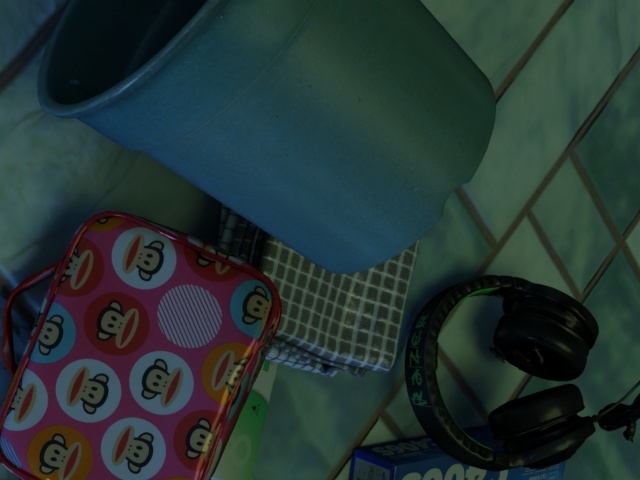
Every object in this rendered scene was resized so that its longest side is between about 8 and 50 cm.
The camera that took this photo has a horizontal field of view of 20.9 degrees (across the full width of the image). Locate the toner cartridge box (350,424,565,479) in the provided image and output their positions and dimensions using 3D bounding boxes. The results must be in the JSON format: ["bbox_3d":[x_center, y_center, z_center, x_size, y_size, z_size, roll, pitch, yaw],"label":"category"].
[{"bbox_3d":[0.180,0.336,2.265,0.348,0.075,0.165,-4,107,-44],"label":"toner cartridge box"}]

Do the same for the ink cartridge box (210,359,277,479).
[{"bbox_3d":[-0.144,0.156,1.878,0.224,0.056,0.181,30,68,-47],"label":"ink cartridge box"}]

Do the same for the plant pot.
[{"bbox_3d":[-0.033,-0.160,1.651,0.334,0.341,0.341,39,75,-28],"label":"plant pot"}]

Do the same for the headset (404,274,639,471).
[{"bbox_3d":[0.274,0.186,2.245,0.394,0.185,0.243,12,72,-25],"label":"headset"}]

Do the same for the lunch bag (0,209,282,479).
[{"bbox_3d":[-0.199,0.123,1.733,0.120,0.258,0.293,83,32,-87],"label":"lunch bag"}]

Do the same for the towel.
[{"bbox_3d":[0.000,0.000,1.912,0.235,0.121,0.284,25,73,-45],"label":"towel"}]
